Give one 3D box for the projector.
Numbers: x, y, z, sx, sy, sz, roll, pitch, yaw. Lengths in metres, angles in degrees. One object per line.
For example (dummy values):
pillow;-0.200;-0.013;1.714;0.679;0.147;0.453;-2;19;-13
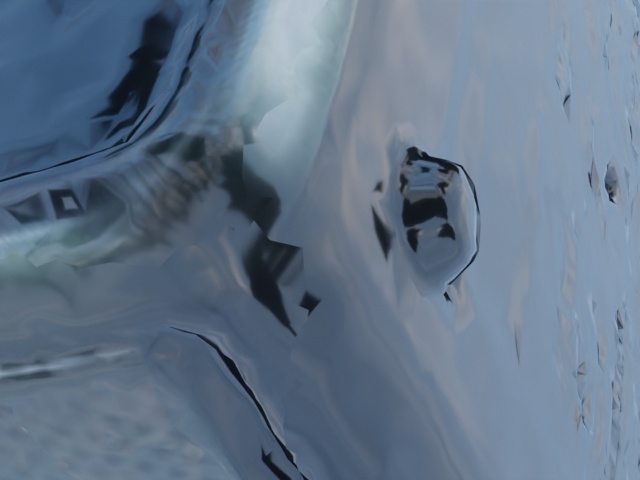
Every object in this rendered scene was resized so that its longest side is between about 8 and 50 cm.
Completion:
projector;0.000;0.000;0.586;0.242;0.405;0.395;-10;45;22
